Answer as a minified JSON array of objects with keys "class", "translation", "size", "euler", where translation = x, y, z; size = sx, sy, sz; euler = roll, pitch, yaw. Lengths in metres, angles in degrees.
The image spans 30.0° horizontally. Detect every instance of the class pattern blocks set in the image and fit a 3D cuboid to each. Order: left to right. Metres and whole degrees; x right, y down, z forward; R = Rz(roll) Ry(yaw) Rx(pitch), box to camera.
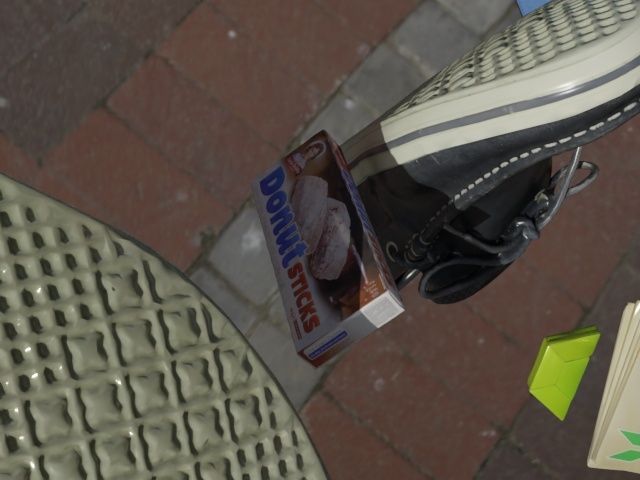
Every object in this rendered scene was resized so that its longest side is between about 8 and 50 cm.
[{"class":"pattern blocks set","translation":[0.319,0.135,1.031],"size":[0.285,0.325,0.026],"euler":[20,23,-10]}]

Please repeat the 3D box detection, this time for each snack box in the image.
[{"class":"snack box","translation":[0.000,0.000,0.731],"size":[0.022,0.064,0.178],"euler":[46,15,-34]}]

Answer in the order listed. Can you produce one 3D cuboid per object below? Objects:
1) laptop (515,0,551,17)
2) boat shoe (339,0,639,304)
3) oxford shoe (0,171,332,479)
[{"class":"laptop","translation":[0.084,-0.279,0.777],"size":[0.408,0.382,0.236],"euler":[14,80,-14]},{"class":"boat shoe","translation":[0.110,-0.048,0.897],"size":[0.187,0.500,0.156],"euler":[-37,93,-25]},{"class":"oxford shoe","translation":[-0.173,0.051,0.526],"size":[0.449,0.130,0.169],"euler":[37,56,-18]}]
